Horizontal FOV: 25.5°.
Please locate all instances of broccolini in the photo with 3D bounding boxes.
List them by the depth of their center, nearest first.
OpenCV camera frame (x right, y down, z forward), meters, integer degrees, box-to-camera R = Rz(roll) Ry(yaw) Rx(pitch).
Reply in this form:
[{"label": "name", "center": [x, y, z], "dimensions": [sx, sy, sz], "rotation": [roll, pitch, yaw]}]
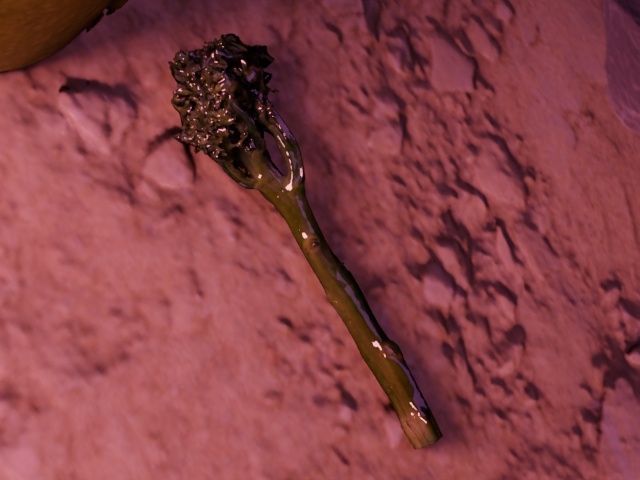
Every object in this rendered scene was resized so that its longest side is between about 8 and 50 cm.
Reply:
[{"label": "broccolini", "center": [0.000, 0.000, 0.764], "dimensions": [0.071, 0.057, 0.254], "rotation": [-34, 90, -3]}]

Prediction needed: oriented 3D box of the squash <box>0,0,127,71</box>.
[{"label": "squash", "center": [-0.131, -0.235, 0.581], "dimensions": [0.210, 0.309, 0.233], "rotation": [-10, 76, -44]}]
